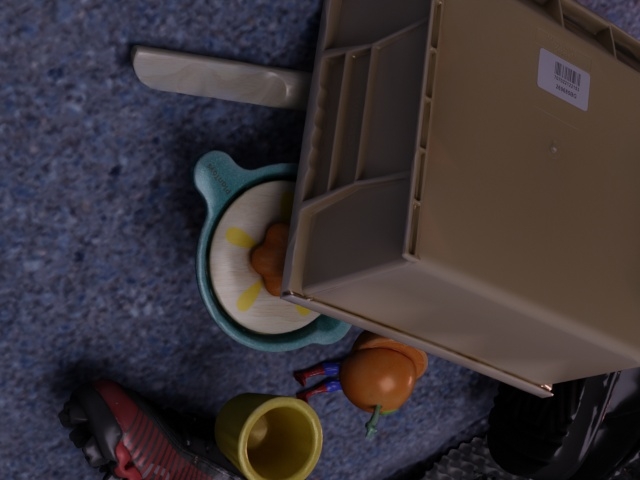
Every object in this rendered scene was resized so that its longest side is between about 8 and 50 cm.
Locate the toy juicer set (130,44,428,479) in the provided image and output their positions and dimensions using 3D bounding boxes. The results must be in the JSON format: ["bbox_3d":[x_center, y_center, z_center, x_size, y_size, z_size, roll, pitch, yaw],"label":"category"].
[{"bbox_3d":[0.000,0.000,1.093,0.209,0.089,0.329,-18,104,-27],"label":"toy juicer set"}]

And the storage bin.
[{"bbox_3d":[0.125,-0.052,1.087,0.262,0.123,0.260,22,65,-34],"label":"storage bin"}]

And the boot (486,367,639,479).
[{"bbox_3d":[0.313,0.082,1.304,0.260,0.131,0.348,20,102,-31],"label":"boot"}]

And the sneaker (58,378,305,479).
[{"bbox_3d":[-0.090,0.178,1.175,0.135,0.097,0.276,-40,129,-3],"label":"sneaker"}]

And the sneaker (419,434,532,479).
[{"bbox_3d":[0.074,0.296,1.317,0.293,0.102,0.146,-24,127,-18],"label":"sneaker"}]

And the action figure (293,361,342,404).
[{"bbox_3d":[0.036,0.107,1.248,0.115,0.030,0.038,-20,118,-20],"label":"action figure"}]
